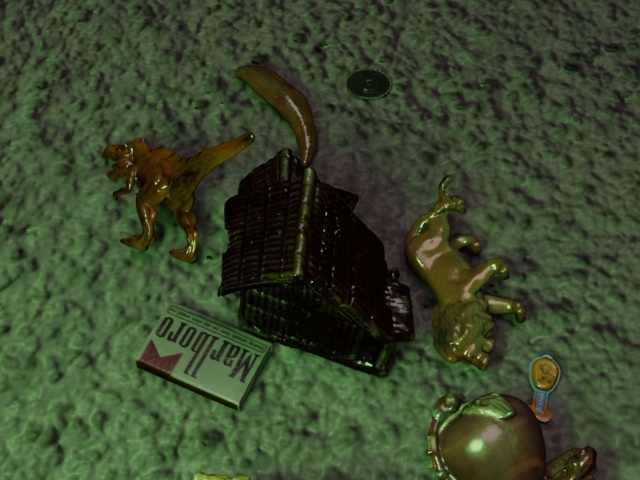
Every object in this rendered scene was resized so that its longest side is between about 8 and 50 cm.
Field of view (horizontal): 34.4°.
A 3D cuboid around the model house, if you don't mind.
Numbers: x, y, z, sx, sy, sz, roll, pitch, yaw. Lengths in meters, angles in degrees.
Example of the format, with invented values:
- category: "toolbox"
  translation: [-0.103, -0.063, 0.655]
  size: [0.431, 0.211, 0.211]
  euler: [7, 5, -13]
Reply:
- category: "model house"
  translation: [0.000, 0.000, 1.525]
  size: [0.297, 0.282, 0.317]
  euler: [4, 57, 4]

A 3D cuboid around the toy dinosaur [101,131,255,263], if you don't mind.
- category: "toy dinosaur"
  translation: [-0.227, -0.069, 1.630]
  size: [0.432, 0.097, 0.208]
  euler: [8, 92, 47]

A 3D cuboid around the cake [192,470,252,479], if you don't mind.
- category: "cake"
  translation: [-0.040, 0.431, 1.273]
  size: [0.286, 0.227, 0.222]
  euler: [9, 56, 7]

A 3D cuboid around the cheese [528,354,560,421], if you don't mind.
- category: "cheese"
  translation: [0.329, 0.218, 1.537]
  size: [0.047, 0.017, 0.111]
  euler: [10, 58, 10]

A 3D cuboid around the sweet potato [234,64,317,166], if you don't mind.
- category: "sweet potato"
  translation: [-0.065, -0.239, 1.821]
  size: [0.078, 0.058, 0.255]
  euler: [-36, 64, -2]

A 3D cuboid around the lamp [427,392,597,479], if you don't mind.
- category: "lamp"
  translation: [0.254, 0.296, 1.423]
  size: [0.215, 0.151, 0.223]
  euler: [-27, 96, -19]

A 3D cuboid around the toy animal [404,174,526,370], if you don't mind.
- category: "toy animal"
  translation: [0.205, 0.060, 1.600]
  size: [0.157, 0.097, 0.312]
  euler: [-24, 58, -7]

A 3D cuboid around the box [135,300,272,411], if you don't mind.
- category: "box"
  translation: [-0.174, 0.174, 1.558]
  size: [0.177, 0.036, 0.115]
  euler: [22, 59, 14]

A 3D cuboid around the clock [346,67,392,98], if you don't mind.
- category: "clock"
  translation: [0.088, -0.284, 1.875]
  size: [0.083, 0.010, 0.074]
  euler: [2, 56, 2]
